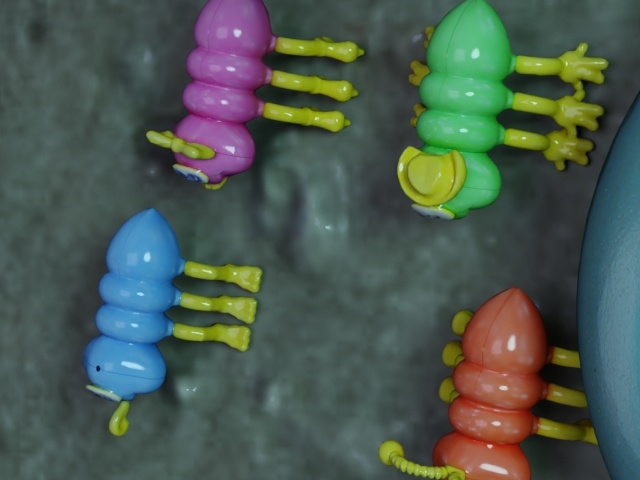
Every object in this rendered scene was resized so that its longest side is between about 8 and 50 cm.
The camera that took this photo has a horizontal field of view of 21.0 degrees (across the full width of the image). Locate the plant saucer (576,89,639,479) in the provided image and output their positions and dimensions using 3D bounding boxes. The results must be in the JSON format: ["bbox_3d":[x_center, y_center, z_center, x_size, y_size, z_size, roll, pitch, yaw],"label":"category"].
[{"bbox_3d":[0.228,0.042,0.547,0.317,0.043,0.317,7,107,24],"label":"plant saucer"}]

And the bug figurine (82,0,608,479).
[{"bbox_3d":[0.000,0.000,0.734,0.279,0.072,0.216,11,95,34],"label":"bug figurine"}]
